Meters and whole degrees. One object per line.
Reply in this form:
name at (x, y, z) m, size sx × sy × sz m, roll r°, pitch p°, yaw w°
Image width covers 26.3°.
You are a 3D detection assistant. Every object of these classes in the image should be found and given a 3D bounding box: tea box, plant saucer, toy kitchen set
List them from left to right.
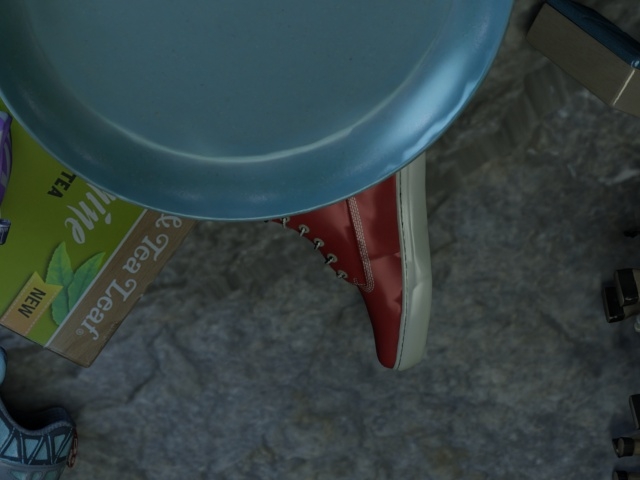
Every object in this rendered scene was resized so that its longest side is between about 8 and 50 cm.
tea box at (-0.205, -0.151, 0.937) m, size 0.323 × 0.220 × 0.329 m, roll 30°, pitch 108°, yaw -22°
plant saucer at (-0.043, -0.154, 0.800) m, size 0.318 × 0.043 × 0.317 m, roll -5°, pitch 124°, yaw -7°
toy kitchen set at (0.304, -0.180, 1.089) m, size 0.207 × 0.122 × 0.166 m, roll 12°, pitch 115°, yaw -37°

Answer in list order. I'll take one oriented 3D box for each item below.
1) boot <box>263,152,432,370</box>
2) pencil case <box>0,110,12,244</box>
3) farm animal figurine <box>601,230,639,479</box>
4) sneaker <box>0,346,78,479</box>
boot at (0.000, 0.000, 1.128) m, size 0.176 × 0.088 × 0.244 m, roll -8°, pitch 110°, yaw -5°
pencil case at (-0.281, -0.052, 0.808) m, size 0.206 × 0.086 × 0.088 m, roll 13°, pitch 141°, yaw -13°
farm animal figurine at (0.356, 0.138, 1.186) m, size 0.172 × 0.330 × 0.326 m, roll -11°, pitch 90°, yaw -1°
sneaker at (-0.319, 0.128, 1.146) m, size 0.262 × 0.104 × 0.125 m, roll 37°, pitch 88°, yaw -28°
